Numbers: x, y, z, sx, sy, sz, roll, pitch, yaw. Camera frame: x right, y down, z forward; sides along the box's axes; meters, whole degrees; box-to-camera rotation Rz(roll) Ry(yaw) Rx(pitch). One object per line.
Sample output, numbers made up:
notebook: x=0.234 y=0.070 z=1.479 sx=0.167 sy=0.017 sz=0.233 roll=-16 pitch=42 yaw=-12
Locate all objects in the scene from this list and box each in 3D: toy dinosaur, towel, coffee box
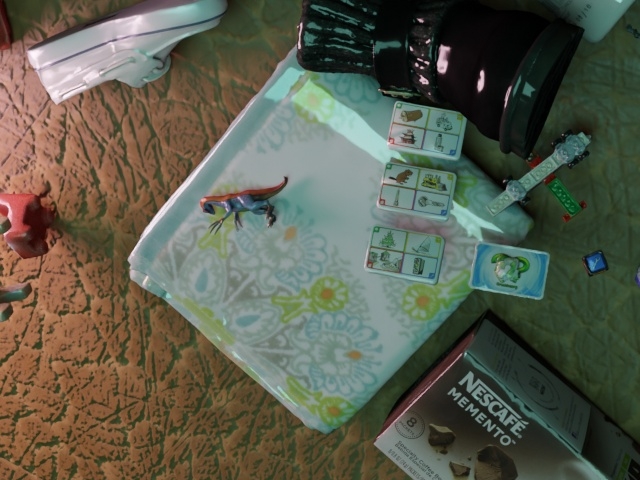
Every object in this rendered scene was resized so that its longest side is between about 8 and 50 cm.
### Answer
toy dinosaur: x=-0.086 y=-0.040 z=1.741 sx=0.082 sy=0.047 sz=0.090 roll=26 pitch=83 yaw=16
towel: x=0.000 y=0.000 z=1.789 sx=0.320 sy=0.090 sz=0.374 roll=40 pitch=117 yaw=-2
coffee box: x=0.229 y=0.245 z=1.779 sx=0.297 sy=0.119 sz=0.168 roll=43 pitch=118 yaw=0

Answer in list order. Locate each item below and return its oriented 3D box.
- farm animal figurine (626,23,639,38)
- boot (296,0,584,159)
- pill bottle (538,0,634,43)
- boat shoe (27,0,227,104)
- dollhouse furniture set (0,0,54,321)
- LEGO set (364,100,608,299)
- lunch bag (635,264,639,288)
farm animal figurine: x=0.429 y=-0.262 z=1.436 sx=0.326 sy=0.172 sz=0.330 roll=-38 pitch=104 yaw=-1
boot: x=0.101 y=-0.184 z=1.541 sx=0.260 sy=0.348 sz=0.131 roll=21 pitch=97 yaw=2
pill bottle: x=0.220 y=-0.309 z=1.573 sx=0.229 sy=0.131 sz=0.131 roll=39 pitch=116 yaw=2
boat shoe: x=-0.202 y=-0.212 z=1.784 sx=0.258 sy=0.095 sz=0.084 roll=-11 pitch=109 yaw=33
dollhouse furniture set: x=-0.432 y=-0.110 z=1.840 sx=0.152 sy=0.201 sz=0.374 roll=-5 pitch=114 yaw=20
LEGO set: x=0.181 y=-0.034 z=1.671 sx=0.244 sy=0.060 sz=0.182 roll=9 pitch=85 yaw=8
lunch bag: x=0.391 y=0.019 z=1.640 sx=0.151 sy=0.096 sz=0.129 roll=42 pitch=118 yaw=48
